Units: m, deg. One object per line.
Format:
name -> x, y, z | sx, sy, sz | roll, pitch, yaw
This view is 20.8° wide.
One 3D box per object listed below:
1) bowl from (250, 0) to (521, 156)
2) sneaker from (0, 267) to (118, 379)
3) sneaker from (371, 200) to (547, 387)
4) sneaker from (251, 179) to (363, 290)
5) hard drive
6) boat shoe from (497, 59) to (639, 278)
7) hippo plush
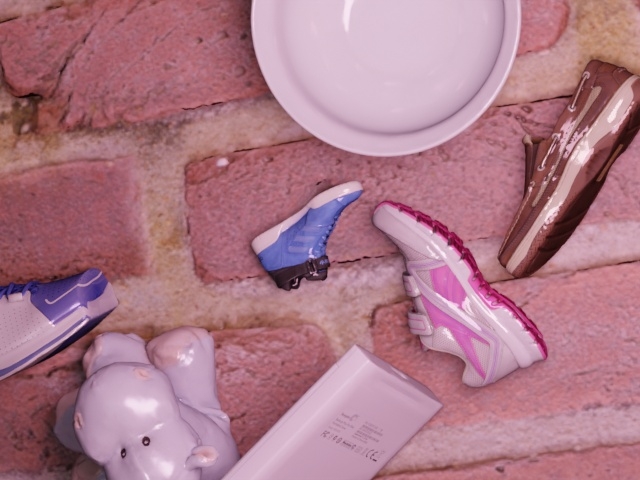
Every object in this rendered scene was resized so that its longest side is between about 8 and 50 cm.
bowl -> 0.080, -0.242, 1.917 | 0.298, 0.134, 0.297 | 1, 94, 12
sneaker -> -0.416, 0.087, 2.052 | 0.315, 0.127, 0.182 | -28, 90, 14
sneaker -> 0.135, 0.065, 1.942 | 0.111, 0.103, 0.252 | -42, 84, 10
sneaker -> 0.000, 0.000, 1.988 | 0.152, 0.058, 0.084 | -33, 81, 17
hard drive -> -0.017, 0.258, 1.928 | 0.307, 0.203, 0.040 | -46, 57, 6
boat shoe -> 0.262, -0.083, 1.919 | 0.095, 0.095, 0.257 | 36, 95, 22
hippo plush -> -0.207, 0.245, 1.960 | 0.234, 0.236, 0.294 | -27, 88, 13
